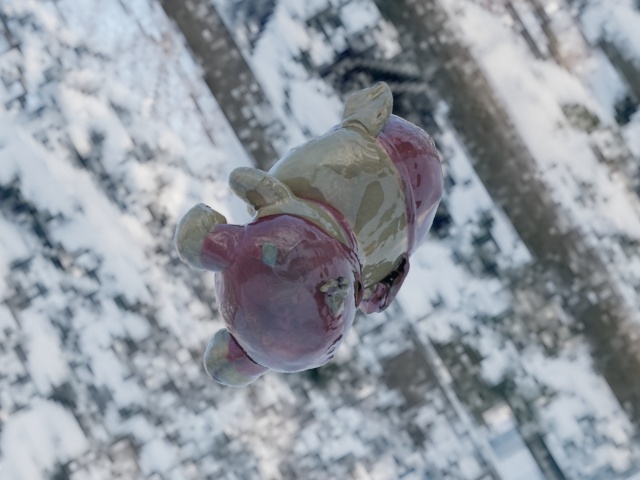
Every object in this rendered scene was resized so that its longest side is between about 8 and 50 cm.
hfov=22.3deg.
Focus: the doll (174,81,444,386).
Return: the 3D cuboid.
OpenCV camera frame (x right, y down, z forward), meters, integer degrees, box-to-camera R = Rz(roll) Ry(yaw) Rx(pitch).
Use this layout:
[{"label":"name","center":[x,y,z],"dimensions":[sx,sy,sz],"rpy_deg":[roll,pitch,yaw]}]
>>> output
[{"label":"doll","center":[-0.003,-0.002,1.325],"dimensions":[0.256,0.152,0.196],"rpy_deg":[-45,-13,-39]}]
